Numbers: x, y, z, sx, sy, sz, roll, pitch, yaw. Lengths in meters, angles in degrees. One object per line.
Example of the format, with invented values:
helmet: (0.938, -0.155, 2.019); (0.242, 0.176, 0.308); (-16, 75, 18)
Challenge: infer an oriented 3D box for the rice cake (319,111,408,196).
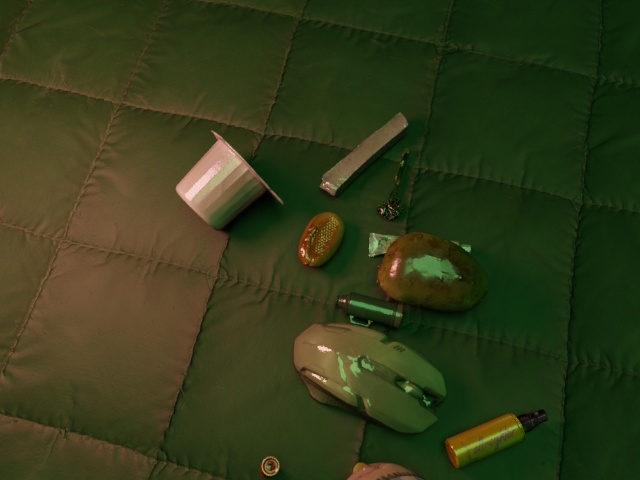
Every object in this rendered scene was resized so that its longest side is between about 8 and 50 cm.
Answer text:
rice cake: (0.141, -0.269, 1.789); (0.365, 0.056, 0.072); (-43, 68, -15)

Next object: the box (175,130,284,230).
box: (-0.274, -0.140, 1.668); (0.206, 0.262, 0.291); (-44, 83, -2)

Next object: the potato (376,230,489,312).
potato: (0.312, 0.094, 1.580); (0.307, 0.173, 0.210); (18, 75, 3)

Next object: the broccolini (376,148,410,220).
broccolini: (0.240, -0.179, 1.756); (0.071, 0.057, 0.254); (30, 69, -34)

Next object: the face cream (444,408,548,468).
face cream: (0.459, 0.500, 1.468); (0.273, 0.078, 0.078); (-20, 69, -7)

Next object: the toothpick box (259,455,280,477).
toothpick box: (-0.129, 0.574, 1.440); (0.047, 0.083, 0.047); (4, 64, -8)

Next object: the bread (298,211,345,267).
bread: (0.000, 0.000, 1.675); (0.114, 0.077, 0.189); (35, 70, -8)

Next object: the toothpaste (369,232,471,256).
toothpaste: (0.292, 0.020, 1.682); (0.296, 0.048, 0.075); (3, 74, 5)

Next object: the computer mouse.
computer mouse: (0.121, 0.348, 1.499); (0.428, 0.145, 0.228); (23, 68, 9)

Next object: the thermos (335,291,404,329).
thermos: (0.135, 0.195, 1.600); (0.187, 0.073, 0.083); (14, 102, 7)

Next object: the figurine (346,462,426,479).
figurine: (0.140, 0.675, 1.244); (0.266, 0.378, 0.362); (11, 67, 5)
